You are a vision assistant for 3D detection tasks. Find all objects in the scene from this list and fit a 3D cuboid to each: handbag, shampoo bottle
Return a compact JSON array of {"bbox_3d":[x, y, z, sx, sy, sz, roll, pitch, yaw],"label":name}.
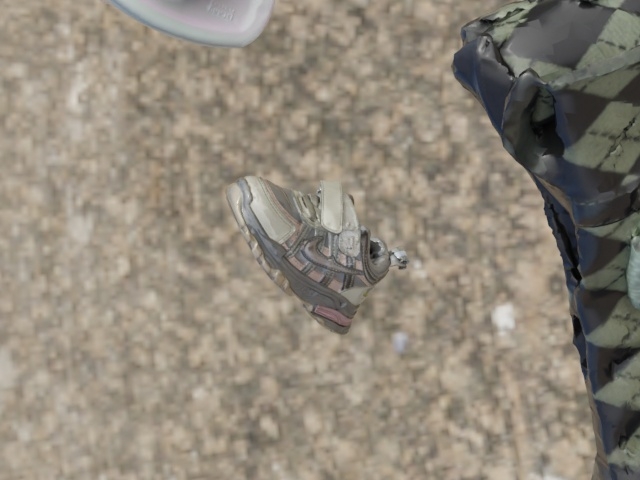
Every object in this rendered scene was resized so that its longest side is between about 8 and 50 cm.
[{"bbox_3d":[0.250,0.018,0.826,0.180,0.317,0.416,-131,22,-57],"label":"handbag"},{"bbox_3d":[-0.065,-0.107,0.615,0.043,0.072,0.099,-67,26,7],"label":"shampoo bottle"}]

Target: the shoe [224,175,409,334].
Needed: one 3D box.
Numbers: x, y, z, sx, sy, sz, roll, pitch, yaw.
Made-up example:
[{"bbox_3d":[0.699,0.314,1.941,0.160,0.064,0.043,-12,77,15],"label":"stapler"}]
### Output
[{"bbox_3d":[0.000,0.000,1.303,0.092,0.180,0.089,-36,39,8],"label":"shoe"}]
